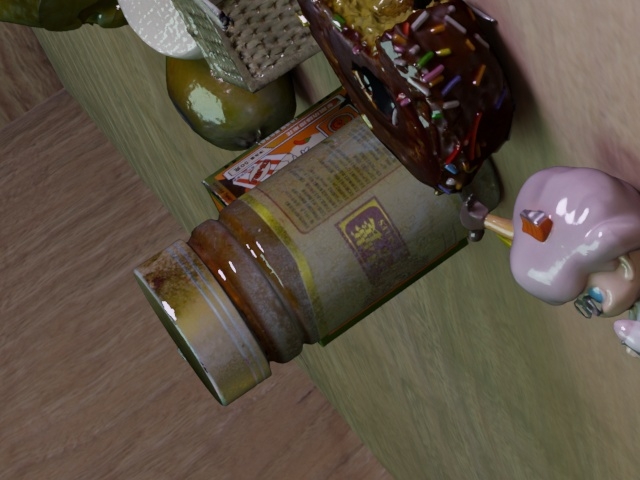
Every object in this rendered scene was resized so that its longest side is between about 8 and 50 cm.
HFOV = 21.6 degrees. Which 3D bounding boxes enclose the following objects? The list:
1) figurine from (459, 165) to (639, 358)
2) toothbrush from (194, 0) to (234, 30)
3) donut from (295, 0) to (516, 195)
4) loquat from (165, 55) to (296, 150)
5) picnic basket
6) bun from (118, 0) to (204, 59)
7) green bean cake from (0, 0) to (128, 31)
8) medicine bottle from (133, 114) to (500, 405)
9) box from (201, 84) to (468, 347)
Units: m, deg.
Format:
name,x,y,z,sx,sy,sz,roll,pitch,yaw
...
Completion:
name,x,y,z,sx,sy,sz,roll,pitch,yaw
figurine,0.216,0.019,1.246,0.229,0.112,0.137,41,177,5
toothbrush,-0.158,-0.269,1.534,0.294,0.028,0.026,42,163,38
donut,0.078,-0.146,1.371,0.216,0.096,0.230,59,170,-33
loquat,-0.111,-0.192,1.984,0.195,0.152,0.152,60,172,19
picnic basket,-0.083,-0.264,1.631,0.196,0.134,0.154,59,171,-21
bun,-0.138,-0.288,1.832,0.172,0.120,0.173,19,122,34
green bean cake,-0.276,-0.365,1.959,0.310,0.285,0.202,129,132,-56
medicine bottle,0.000,0.000,1.546,0.151,0.322,0.151,53,170,13
box,0.014,-0.032,1.743,0.177,0.195,0.148,46,167,44
